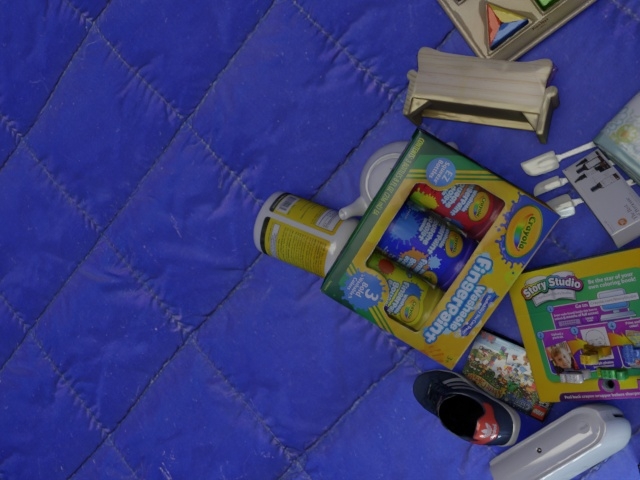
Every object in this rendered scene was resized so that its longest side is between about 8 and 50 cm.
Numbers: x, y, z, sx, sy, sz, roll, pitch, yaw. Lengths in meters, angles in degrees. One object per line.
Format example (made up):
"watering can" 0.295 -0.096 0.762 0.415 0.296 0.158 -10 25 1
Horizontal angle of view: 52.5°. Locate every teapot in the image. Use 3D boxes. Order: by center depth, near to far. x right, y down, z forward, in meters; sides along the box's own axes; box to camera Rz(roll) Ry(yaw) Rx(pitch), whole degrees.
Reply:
"teapot" 0.209 -0.149 1.686 0.253 0.187 0.255 16 97 21

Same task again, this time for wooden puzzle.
"wooden puzzle" 0.464 -0.644 1.612 0.322 0.080 0.347 -36 79 21

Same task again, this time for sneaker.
"sneaker" 0.321 0.403 1.612 0.350 0.148 0.131 10 89 59

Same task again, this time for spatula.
"spatula" 0.640 -0.158 1.598 0.242 0.019 0.168 -21 83 19

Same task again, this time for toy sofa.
"toy sofa" 0.401 -0.359 1.616 0.363 0.150 0.176 12 92 22

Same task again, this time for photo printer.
"photo printer" 0.579 0.491 1.529 0.308 0.256 0.107 -40 55 19

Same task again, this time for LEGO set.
"LEGO set" 0.597 0.262 1.355 0.227 0.093 0.086 -8 91 46

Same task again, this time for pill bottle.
"pill bottle" 0.000 0.000 1.783 0.334 0.188 0.187 22 101 21

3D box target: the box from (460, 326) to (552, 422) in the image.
"box" 0.492 0.341 1.667 0.233 0.044 0.159 23 101 21

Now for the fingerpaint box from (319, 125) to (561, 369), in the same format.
"fingerpaint box" 0.271 0.018 1.540 0.371 0.163 0.444 32 105 -1

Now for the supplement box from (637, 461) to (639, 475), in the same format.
"supplement box" 0.853 0.466 1.505 0.130 0.073 0.239 24 102 20

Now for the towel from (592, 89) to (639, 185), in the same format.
"towel" 0.867 -0.220 1.457 0.374 0.090 0.320 46 103 14

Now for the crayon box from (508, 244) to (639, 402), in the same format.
"crayon box" 0.631 0.189 1.454 0.363 0.106 0.312 -19 83 46

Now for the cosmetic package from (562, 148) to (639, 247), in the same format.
"cosmetic package" 0.655 -0.100 1.481 0.099 0.060 0.239 -36 41 18
